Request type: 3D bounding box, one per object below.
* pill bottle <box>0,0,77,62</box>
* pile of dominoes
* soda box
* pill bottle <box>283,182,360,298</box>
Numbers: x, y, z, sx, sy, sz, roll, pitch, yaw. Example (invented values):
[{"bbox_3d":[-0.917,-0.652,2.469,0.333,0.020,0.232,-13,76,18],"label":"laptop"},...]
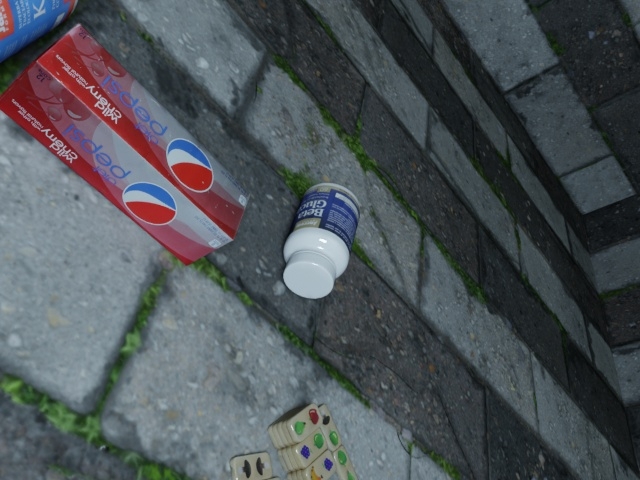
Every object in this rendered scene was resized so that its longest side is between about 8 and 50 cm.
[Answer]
[{"bbox_3d":[-0.320,-0.209,0.526,0.124,0.124,0.221,48,36,-24],"label":"pill bottle"},{"bbox_3d":[0.009,0.325,0.709,0.196,0.040,0.251,-18,83,-58],"label":"pile of dominoes"},{"bbox_3d":[-0.201,-0.094,0.656,0.263,0.084,0.092,45,36,-27],"label":"soda box"},{"bbox_3d":[0.000,0.000,0.870,0.094,0.094,0.169,47,35,-25],"label":"pill bottle"}]
